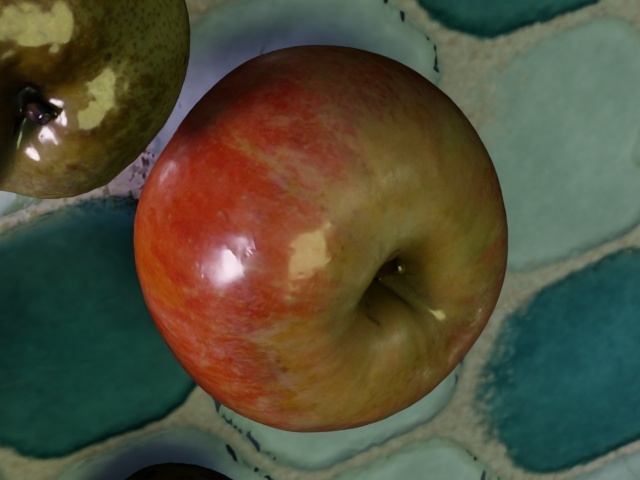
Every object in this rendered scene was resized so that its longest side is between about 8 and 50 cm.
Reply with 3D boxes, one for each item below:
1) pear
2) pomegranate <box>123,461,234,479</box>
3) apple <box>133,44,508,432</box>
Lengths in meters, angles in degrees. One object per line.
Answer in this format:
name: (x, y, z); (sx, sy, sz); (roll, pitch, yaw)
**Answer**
pear: (-0.142, -0.094, 0.857); (0.167, 0.136, 0.167); (-11, 126, -15)
pomegranate: (-0.086, 0.187, 1.063); (0.130, 0.130, 0.130); (-11, 121, -18)
apple: (0.000, 0.000, 0.961); (0.209, 0.164, 0.209); (-18, 125, -28)
